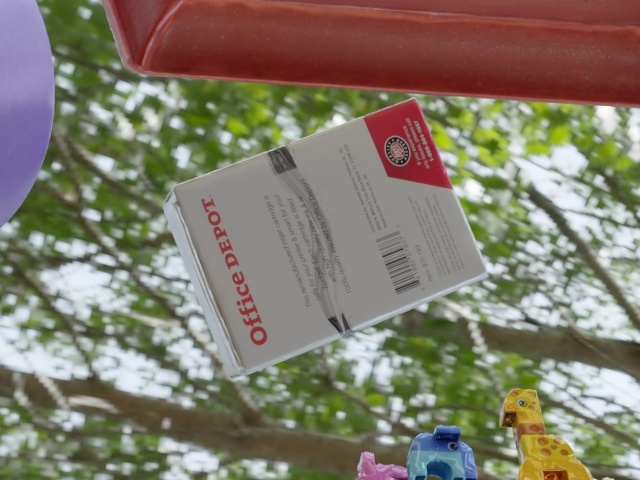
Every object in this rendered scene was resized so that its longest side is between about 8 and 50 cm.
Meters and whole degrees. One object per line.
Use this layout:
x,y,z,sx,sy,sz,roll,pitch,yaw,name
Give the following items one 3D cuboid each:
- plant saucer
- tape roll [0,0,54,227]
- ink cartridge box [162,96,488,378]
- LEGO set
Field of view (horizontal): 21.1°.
0.043,-0.112,0.665,0.259,0.258,0.047,3,-101,0,plant saucer
-0.226,-0.073,0.811,0.189,0.080,0.189,5,-78,22,tape roll
0.000,0.000,0.955,0.150,0.063,0.109,-21,-92,-14,ink cartridge box
0.131,0.166,1.299,0.093,0.227,0.087,-97,-165,-46,LEGO set
